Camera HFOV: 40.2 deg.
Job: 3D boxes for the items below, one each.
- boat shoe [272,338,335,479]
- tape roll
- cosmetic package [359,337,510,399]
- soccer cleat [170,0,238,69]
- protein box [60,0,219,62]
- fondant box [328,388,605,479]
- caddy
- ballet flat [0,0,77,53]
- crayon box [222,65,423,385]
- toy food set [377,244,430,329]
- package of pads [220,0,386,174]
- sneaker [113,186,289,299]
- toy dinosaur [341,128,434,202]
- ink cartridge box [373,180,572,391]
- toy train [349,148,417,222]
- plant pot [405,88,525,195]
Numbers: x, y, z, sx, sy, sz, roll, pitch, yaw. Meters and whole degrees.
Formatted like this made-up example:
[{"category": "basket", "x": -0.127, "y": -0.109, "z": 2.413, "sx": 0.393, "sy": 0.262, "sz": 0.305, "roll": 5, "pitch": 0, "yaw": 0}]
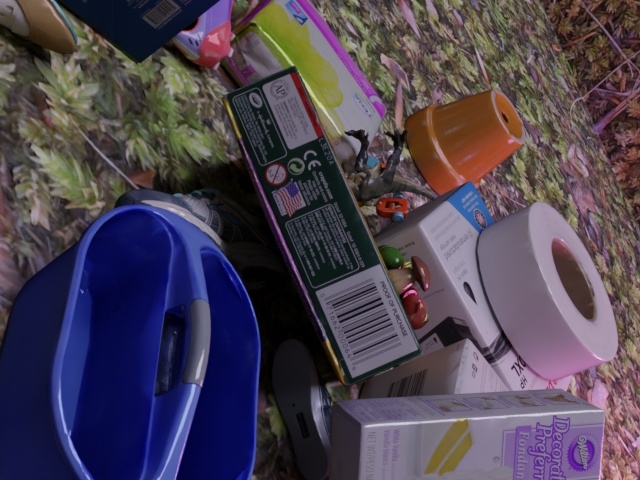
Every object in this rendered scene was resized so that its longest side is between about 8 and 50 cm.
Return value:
[{"category": "boat shoe", "x": -0.006, "y": 0.218, "z": 1.143, "sx": 0.083, "sy": 0.065, "sz": 0.184, "roll": 6, "pitch": 67, "yaw": -57}, {"category": "tape roll", "x": 0.377, "y": 0.083, "z": 1.442, "sx": 0.286, "sy": 0.100, "sz": 0.286, "roll": 37, "pitch": 37, "yaw": -36}, {"category": "cosmetic package", "x": 0.227, "y": 0.340, "z": 1.256, "sx": 0.365, "sy": 0.197, "sz": 0.155, "roll": 50, "pitch": 33, "yaw": -16}, {"category": "soccer cleat", "x": -0.177, "y": -0.368, "z": 1.332, "sx": 0.095, "sy": 0.083, "sz": 0.248, "roll": 27, "pitch": 48, "yaw": -37}, {"category": "protein box", "x": -0.238, "y": -0.380, "z": 1.131, "sx": 0.201, "sy": 0.199, "sz": 0.136, "roll": 37, "pitch": 39, "yaw": -35}, {"category": "fondant box", "x": 0.175, "y": 0.313, "z": 1.058, "sx": 0.330, "sy": 0.096, "sz": 0.239, "roll": 1, "pitch": 96, "yaw": -22}, {"category": "caddy", "x": -0.172, "y": 0.128, "z": 0.858, "sx": 0.241, "sy": 0.179, "sz": 0.341, "roll": 34, "pitch": 41, "yaw": -36}, {"category": "ballet flat", "x": -0.379, "y": -0.299, "z": 1.008, "sx": 0.073, "sy": 0.080, "sz": 0.232, "roll": -43, "pitch": 102, "yaw": -29}, {"category": "crayon box", "x": 0.000, "y": 0.000, "z": 1.133, "sx": 0.313, "sy": 0.106, "sz": 0.363, "roll": 85, "pitch": -18, "yaw": -83}, {"category": "toy food set", "x": 0.118, "y": 0.066, "z": 1.228, "sx": 0.218, "sy": 0.071, "sz": 0.128, "roll": -119, "pitch": -171, "yaw": -78}, {"category": "package of pads", "x": -0.021, "y": -0.259, "z": 1.447, "sx": 0.296, "sy": 0.101, "sz": 0.229, "roll": 51, "pitch": 33, "yaw": -17}, {"category": "sneaker", "x": -0.156, "y": -0.013, "z": 1.078, "sx": 0.283, "sy": 0.110, "sz": 0.122, "roll": 31, "pitch": 36, "yaw": -54}, {"category": "toy dinosaur", "x": 0.092, "y": -0.115, "z": 1.374, "sx": 0.268, "sy": 0.064, "sz": 0.118, "roll": -6, "pitch": 95, "yaw": -49}, {"category": "ink cartridge box", "x": 0.244, "y": 0.134, "z": 1.465, "sx": 0.395, "sy": 0.166, "sz": 0.285, "roll": 60, "pitch": 31, "yaw": -3}, {"category": "toy train", "x": 0.099, "y": -0.085, "z": 1.496, "sx": 0.046, "sy": 0.125, "sz": 0.166, "roll": 89, "pitch": 2, "yaw": -46}, {"category": "plant pot", "x": 0.310, "y": -0.214, "z": 1.809, "sx": 0.205, "sy": 0.188, "sz": 0.205, "roll": 35, "pitch": 40, "yaw": -36}]
